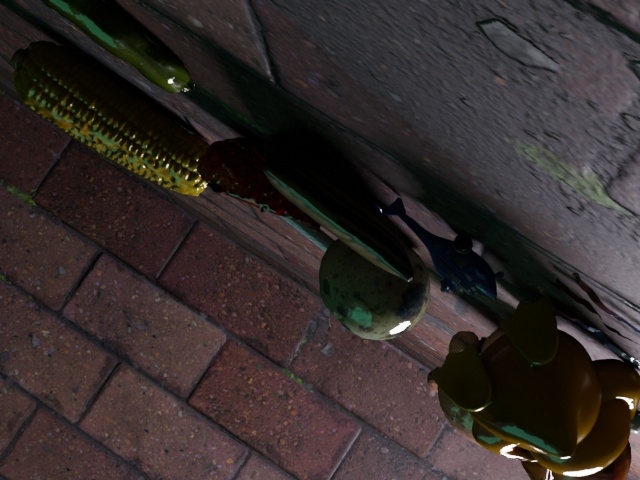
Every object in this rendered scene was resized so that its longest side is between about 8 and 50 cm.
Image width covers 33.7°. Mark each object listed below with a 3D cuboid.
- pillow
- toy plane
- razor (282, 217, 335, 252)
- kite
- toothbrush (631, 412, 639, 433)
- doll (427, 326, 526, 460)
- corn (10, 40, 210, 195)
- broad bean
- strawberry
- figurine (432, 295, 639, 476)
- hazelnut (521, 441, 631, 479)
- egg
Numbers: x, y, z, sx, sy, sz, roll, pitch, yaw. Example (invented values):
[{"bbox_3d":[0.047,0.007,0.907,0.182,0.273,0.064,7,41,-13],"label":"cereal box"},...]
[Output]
[{"bbox_3d":[0.017,-0.043,1.232,0.208,0.052,0.212,38,-170,-10],"label":"pillow"},{"bbox_3d":[0.128,0.010,1.155,0.167,0.062,0.054,43,176,13],"label":"toy plane"},{"bbox_3d":[0.000,0.000,1.729,0.232,0.068,0.106,38,174,8],"label":"razor"},{"bbox_3d":[0.379,0.142,1.057,0.360,0.022,0.204,33,173,1],"label":"kite"},{"bbox_3d":[0.453,0.246,1.417,0.030,0.030,0.304,33,173,7],"label":"toothbrush"},{"bbox_3d":[0.283,0.189,1.526,0.201,0.156,0.303,41,146,11],"label":"doll"},{"bbox_3d":[-0.324,-0.189,1.656,0.363,0.120,0.120,33,174,-3],"label":"corn"},{"bbox_3d":[-0.232,-0.234,1.170,0.254,0.046,0.065,37,-174,-33],"label":"broad bean"},{"bbox_3d":[-0.069,-0.083,1.404,0.188,0.082,0.121,24,-168,7],"label":"strawberry"},{"bbox_3d":[0.264,0.185,1.238,0.215,0.215,0.228,31,-174,25],"label":"figurine"},{"bbox_3d":[0.395,0.309,1.657,0.204,0.178,0.178,36,175,26],"label":"hazelnut"},{"bbox_3d":[0.067,0.055,1.418,0.141,0.141,0.181,39,180,-39],"label":"egg"}]
